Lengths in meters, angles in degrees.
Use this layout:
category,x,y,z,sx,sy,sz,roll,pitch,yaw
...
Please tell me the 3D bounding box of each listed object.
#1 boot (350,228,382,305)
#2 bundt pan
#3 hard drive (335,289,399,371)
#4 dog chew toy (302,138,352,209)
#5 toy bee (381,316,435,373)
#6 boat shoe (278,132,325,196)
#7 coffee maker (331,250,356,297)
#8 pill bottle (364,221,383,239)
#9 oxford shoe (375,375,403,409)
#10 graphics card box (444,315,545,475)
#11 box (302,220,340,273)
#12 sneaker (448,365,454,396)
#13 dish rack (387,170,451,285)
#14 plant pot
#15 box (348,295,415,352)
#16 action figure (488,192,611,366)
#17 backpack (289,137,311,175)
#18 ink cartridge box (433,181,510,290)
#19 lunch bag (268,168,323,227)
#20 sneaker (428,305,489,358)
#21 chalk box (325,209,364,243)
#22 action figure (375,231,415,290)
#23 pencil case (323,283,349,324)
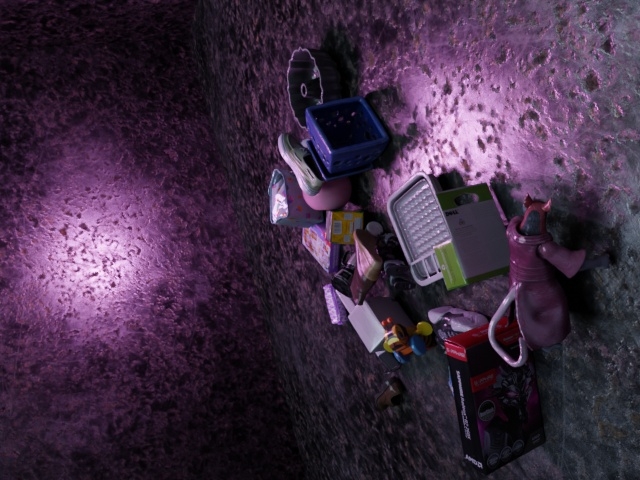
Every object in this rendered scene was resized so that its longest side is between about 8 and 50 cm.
category,x,y,z,sx,sy,sz,roll,pitch,yaw
boot,0.146,0.094,1.807,0.248,0.090,0.206,-109,34,-52
bundt pan,-0.015,-0.622,1.968,0.331,0.124,0.330,44,141,51
hard drive,0.198,0.371,2.025,0.353,0.047,0.233,55,-179,38
dog chew toy,0.023,-0.294,1.992,0.207,0.207,0.331,-171,76,-64
toy bee,0.290,0.331,1.648,0.162,0.195,0.298,63,-166,15
boat shoe,-0.066,-0.315,1.885,0.094,0.109,0.302,-44,67,37
coffee maker,0.140,0.143,1.959,0.120,0.178,0.171,19,148,42
pill bottle,0.200,-0.015,1.909,0.067,0.067,0.120,63,153,27
oxford shoe,0.298,0.687,2.076,0.096,0.083,0.227,53,149,33
graphics card box,0.486,0.423,1.332,0.094,0.233,0.370,6,108,64
box,0.000,0.000,2.365,0.293,0.057,0.200,48,145,46
sneaker,0.478,0.502,1.598,0.081,0.080,0.211,146,118,-71
dish rack,0.351,-0.039,1.562,0.332,0.073,0.285,70,156,13
plant pot,0.083,-0.363,1.780,0.212,0.236,0.235,104,145,-59
box,0.238,0.319,1.843,0.119,0.181,0.181,-58,47,30
action figure,0.480,0.059,1.123,0.248,0.276,0.369,45,156,59
backpack,-0.046,-0.359,2.125,0.115,0.152,0.181,5,-75,-82
ink cartridge box,0.406,-0.014,1.316,0.097,0.189,0.255,140,115,-66
lunch bag,-0.122,-0.204,2.273,0.160,0.224,0.262,-24,68,47
sneaker,0.446,0.303,1.521,0.269,0.102,0.152,-170,67,-70
chalk box,0.093,-0.059,1.978,0.213,0.132,0.132,-133,45,-82
action figure,0.259,0.080,1.781,0.285,0.099,0.185,-110,9,-65
pencil case,0.072,0.309,2.342,0.088,0.087,0.205,-13,-93,-80
